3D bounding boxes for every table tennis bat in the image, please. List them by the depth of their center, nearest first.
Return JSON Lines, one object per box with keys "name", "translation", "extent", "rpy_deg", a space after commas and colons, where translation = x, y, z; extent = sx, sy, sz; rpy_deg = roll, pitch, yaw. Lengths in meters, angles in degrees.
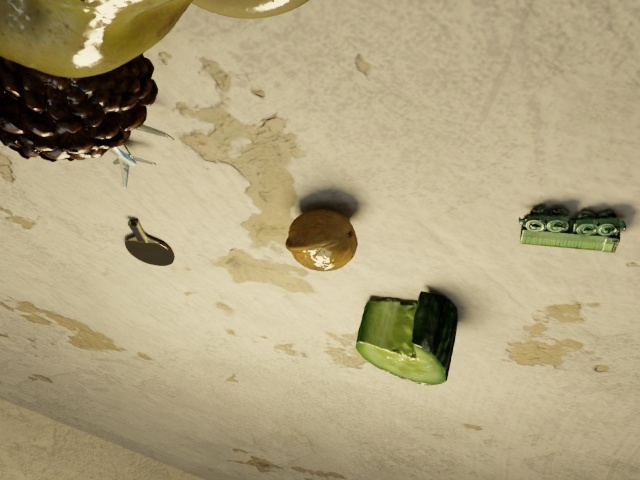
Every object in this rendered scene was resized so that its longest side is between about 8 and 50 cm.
{"name": "table tennis bat", "translation": [-0.334, 0.008, 1.280], "extent": [0.095, 0.014, 0.158], "rpy_deg": [7, 149, 10]}

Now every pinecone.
{"name": "pinecone", "translation": [-0.310, -0.188, 0.779], "extent": [0.221, 0.221, 0.221], "rpy_deg": [9, 148, 6]}

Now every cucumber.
{"name": "cucumber", "translation": [0.173, 0.186, 1.292], "extent": [0.191, 0.130, 0.191], "rpy_deg": [14, 146, 10]}

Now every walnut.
{"name": "walnut", "translation": [0.000, 0.000, 1.072], "extent": [0.124, 0.105, 0.105], "rpy_deg": [-7, 143, 29]}

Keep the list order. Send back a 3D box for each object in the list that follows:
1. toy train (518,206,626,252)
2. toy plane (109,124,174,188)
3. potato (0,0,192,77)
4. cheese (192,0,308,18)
{"name": "toy train", "translation": [0.365, -0.016, 0.979], "extent": [0.148, 0.038, 0.071], "rpy_deg": [6, 147, 12]}
{"name": "toy plane", "translation": [-0.324, -0.169, 0.958], "extent": [0.226, 0.058, 0.226], "rpy_deg": [3, 144, 23]}
{"name": "potato", "translation": [-0.171, -0.270, 0.513], "extent": [0.351, 0.202, 0.218], "rpy_deg": [-26, 100, 36]}
{"name": "cheese", "translation": [-0.079, -0.296, 0.644], "extent": [0.202, 0.091, 0.175], "rpy_deg": [-11, 140, 33]}
